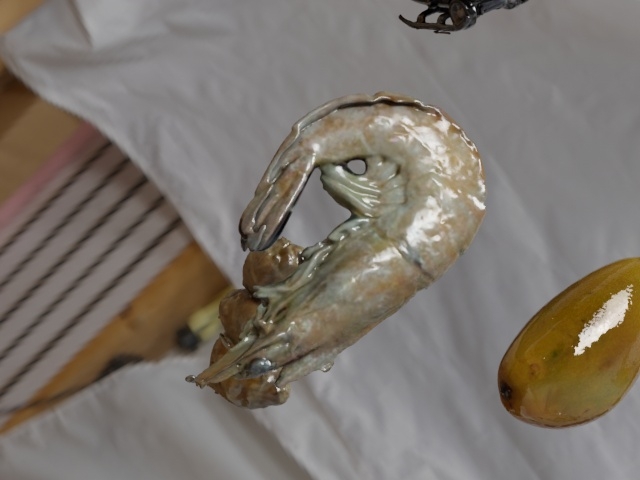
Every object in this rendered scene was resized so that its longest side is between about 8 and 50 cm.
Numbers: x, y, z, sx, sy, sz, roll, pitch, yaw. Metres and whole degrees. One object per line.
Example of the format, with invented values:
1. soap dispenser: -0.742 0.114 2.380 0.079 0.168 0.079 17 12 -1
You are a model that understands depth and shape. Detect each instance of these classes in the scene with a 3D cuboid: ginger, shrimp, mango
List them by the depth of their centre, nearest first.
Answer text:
1. shrimp: 0.000 0.000 0.864 0.223 0.126 0.047 -40 -177 -13
2. ginger: -0.060 0.085 1.548 0.080 0.104 0.204 -21 131 -50
3. mango: 0.302 0.115 1.636 0.253 0.138 0.113 -41 -165 -16

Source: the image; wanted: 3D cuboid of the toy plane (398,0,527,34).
1. toy plane: 0.166 -0.300 1.518 0.106 0.381 0.155 -25 113 -25
